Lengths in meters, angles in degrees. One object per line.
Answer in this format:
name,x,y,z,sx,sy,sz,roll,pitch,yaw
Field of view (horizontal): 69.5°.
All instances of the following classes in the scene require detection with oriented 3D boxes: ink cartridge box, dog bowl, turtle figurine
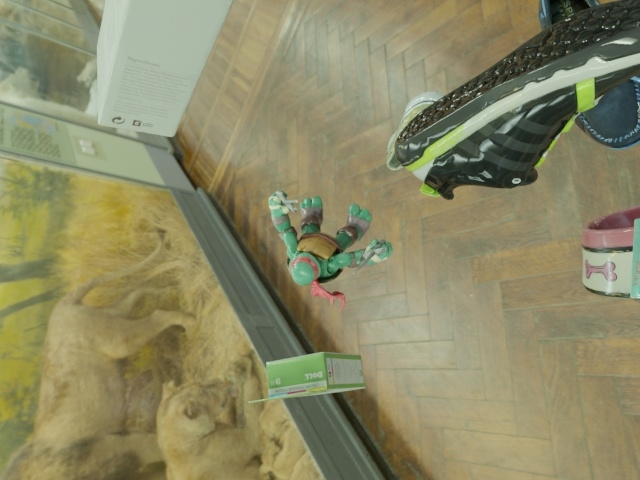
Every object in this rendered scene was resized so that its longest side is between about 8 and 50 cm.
ink cartridge box,-0.017,0.223,0.760,0.109,0.209,0.062,-16,70,24
dog bowl,0.814,-0.003,1.069,0.408,0.408,0.150,-15,92,48
turtle figurine,0.000,0.000,0.633,0.118,0.175,0.234,-62,-1,21

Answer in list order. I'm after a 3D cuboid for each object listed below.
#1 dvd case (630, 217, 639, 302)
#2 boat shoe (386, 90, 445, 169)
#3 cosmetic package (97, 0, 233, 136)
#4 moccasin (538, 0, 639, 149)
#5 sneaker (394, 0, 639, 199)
dvd case,0.363,0.038,0.476,0.013,0.119,0.087,-22,49,61
boat shoe,0.264,-0.293,1.281,0.302,0.109,0.094,118,165,-69
cosmetic package,-0.300,-0.428,0.862,0.453,0.162,0.230,-40,55,49
moccasin,0.442,-0.311,0.790,0.138,0.117,0.341,-31,65,34
sneaker,0.167,-0.097,0.381,0.235,0.097,0.084,-20,28,53
